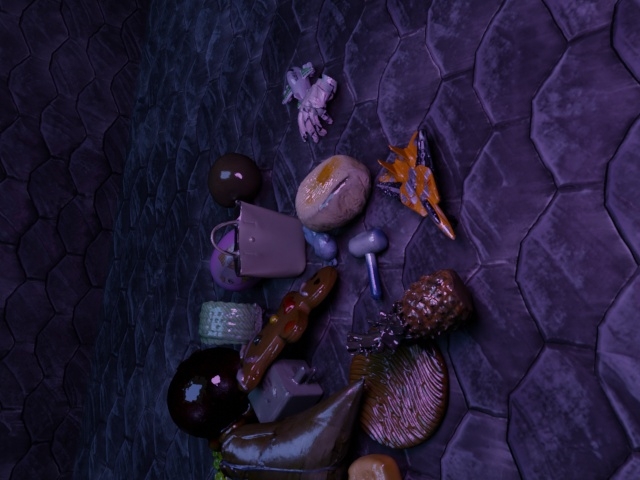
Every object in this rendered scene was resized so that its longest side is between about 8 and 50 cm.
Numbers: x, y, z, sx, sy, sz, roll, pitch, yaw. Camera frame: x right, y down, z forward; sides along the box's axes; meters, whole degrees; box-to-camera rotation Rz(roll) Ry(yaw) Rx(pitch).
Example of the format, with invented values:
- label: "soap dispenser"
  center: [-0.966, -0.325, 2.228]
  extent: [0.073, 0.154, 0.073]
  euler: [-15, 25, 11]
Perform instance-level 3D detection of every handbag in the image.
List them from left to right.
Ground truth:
- label: "handbag"
  center: [-0.186, 0.002, 1.676]
  extent: [0.109, 0.315, 0.241]
  euler: [-19, 67, 43]

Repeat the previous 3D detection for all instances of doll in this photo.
- label: "doll"
  center: [0.005, -0.002, 1.655]
  extent: [0.075, 0.120, 0.180]
  euler: [-25, 31, -8]

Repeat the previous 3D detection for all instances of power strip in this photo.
- label: "power strip"
  center: [-0.091, 0.432, 1.591]
  extent: [0.224, 0.139, 0.140]
  euler: [-59, 43, 22]

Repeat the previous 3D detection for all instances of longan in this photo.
- label: "longan"
  center: [-0.312, -0.222, 1.980]
  extent: [0.220, 0.196, 0.197]
  euler: [-34, 55, 51]

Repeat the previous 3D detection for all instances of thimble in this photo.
- label: "thimble"
  center: [-0.297, 0.281, 1.822]
  extent: [0.219, 0.219, 0.150]
  euler: [-6, 78, 49]

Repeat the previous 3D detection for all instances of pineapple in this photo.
- label: "pineapple"
  center: [0.198, 0.188, 1.266]
  extent: [0.310, 0.170, 0.141]
  euler: [-33, 98, 24]

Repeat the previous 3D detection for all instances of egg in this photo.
- label: "egg"
  center: [-0.262, 0.051, 1.849]
  extent: [0.196, 0.196, 0.271]
  euler: [45, 112, 45]

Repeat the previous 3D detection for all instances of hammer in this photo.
- label: "hammer"
  center: [0.138, 0.068, 1.478]
  extent: [0.116, 0.069, 0.194]
  euler: [-24, 68, 43]

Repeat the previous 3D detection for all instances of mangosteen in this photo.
- label: "mangosteen"
  center: [-0.321, 0.513, 1.743]
  extent: [0.347, 0.307, 0.307]
  euler: [50, 122, 9]

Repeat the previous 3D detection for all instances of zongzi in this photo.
- label: "zongzi"
  center: [-0.080, 0.500, 1.443]
  extent: [0.356, 0.174, 0.393]
  euler: [14, 96, 17]

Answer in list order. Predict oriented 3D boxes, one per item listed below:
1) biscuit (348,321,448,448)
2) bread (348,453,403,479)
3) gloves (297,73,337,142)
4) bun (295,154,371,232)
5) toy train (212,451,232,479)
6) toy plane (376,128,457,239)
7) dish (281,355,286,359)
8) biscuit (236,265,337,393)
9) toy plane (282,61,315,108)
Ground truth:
- label: "biscuit"
  center: [0.184, 0.357, 1.366]
  extent: [0.318, 0.040, 0.318]
  euler: [-16, 68, 47]
- label: "bread"
  center: [0.146, 0.624, 1.296]
  extent: [0.147, 0.098, 0.217]
  euler: [-24, 65, 43]
- label: "gloves"
  center: [-0.018, -0.423, 1.757]
  extent: [0.127, 0.111, 0.212]
  euler: [36, 100, 43]
- label: "bun"
  center: [0.042, -0.121, 1.564]
  extent: [0.244, 0.153, 0.244]
  euler: [-37, 30, 27]
- label: "toy train"
  center: [-0.344, 0.712, 1.886]
  extent: [0.085, 0.053, 0.250]
  euler: [-34, 55, 29]
- label: "toy plane"
  center: [0.265, -0.116, 1.356]
  extent: [0.204, 0.103, 0.316]
  euler: [-52, 53, 30]
- label: "dish"
  center: [-0.130, 0.431, 1.705]
  extent: [0.039, 0.091, 0.137]
  euler: [25, 109, 5]
- label: "biscuit"
  center: [-0.110, 0.233, 1.613]
  extent: [0.432, 0.064, 0.283]
  euler: [-49, 15, 9]
- label: "toy plane"
  center: [-0.075, -0.534, 1.868]
  extent: [0.174, 0.080, 0.174]
  euler: [-20, 64, 47]
